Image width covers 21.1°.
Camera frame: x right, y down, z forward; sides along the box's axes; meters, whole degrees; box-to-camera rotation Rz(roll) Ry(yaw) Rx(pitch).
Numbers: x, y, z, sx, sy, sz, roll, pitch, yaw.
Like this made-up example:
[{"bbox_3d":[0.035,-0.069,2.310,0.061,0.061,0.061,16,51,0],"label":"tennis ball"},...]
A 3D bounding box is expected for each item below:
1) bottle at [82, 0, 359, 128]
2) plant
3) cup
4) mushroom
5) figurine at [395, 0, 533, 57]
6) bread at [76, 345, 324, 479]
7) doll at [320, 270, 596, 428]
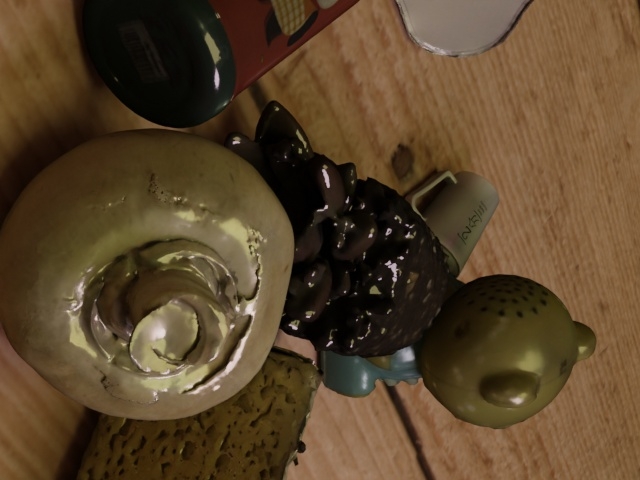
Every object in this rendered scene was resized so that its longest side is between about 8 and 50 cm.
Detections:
[{"bbox_3d":[-0.043,-0.233,1.446,0.336,0.144,0.144,-43,139,-39],"label":"bottle"},{"bbox_3d":[0.000,0.000,1.605,0.320,0.181,0.194,29,83,-62],"label":"plant"},{"bbox_3d":[0.137,-0.027,1.901,0.104,0.074,0.116,49,59,-23],"label":"cup"},{"bbox_3d":[-0.132,0.037,1.367,0.246,0.202,0.246,-8,116,-18],"label":"mushroom"},{"bbox_3d":[0.147,-0.319,1.735,0.250,0.166,0.141,109,-16,-51],"label":"figurine"},{"bbox_3d":[-0.053,0.231,1.575,0.315,0.279,0.248,22,79,-46],"label":"bread"},{"bbox_3d":[0.143,0.100,1.788,0.177,0.260,0.162,-27,127,-46],"label":"doll"}]
